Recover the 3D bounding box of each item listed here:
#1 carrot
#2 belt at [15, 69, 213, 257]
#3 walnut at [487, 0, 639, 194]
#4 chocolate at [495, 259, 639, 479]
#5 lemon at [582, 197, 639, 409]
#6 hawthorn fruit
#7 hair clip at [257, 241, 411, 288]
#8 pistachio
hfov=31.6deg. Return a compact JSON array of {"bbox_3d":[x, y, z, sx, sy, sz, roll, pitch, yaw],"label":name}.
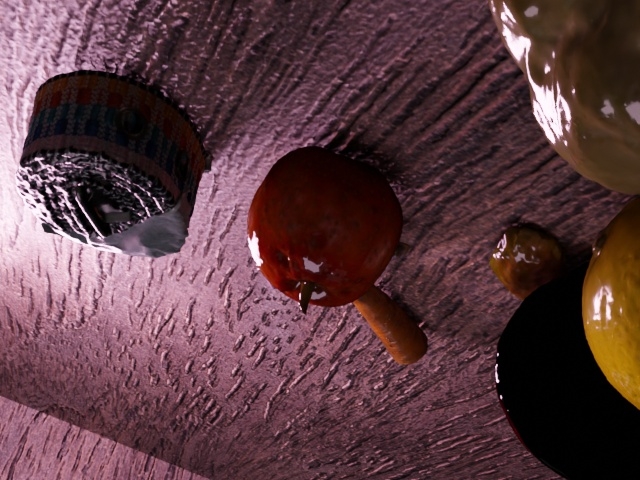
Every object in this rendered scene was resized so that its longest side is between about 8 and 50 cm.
[{"bbox_3d":[0.082,0.100,1.589,0.061,0.061,0.209,1,148,35],"label":"carrot"},{"bbox_3d":[-0.247,-0.085,1.358,0.207,0.150,0.257,3,152,12],"label":"belt"},{"bbox_3d":[0.247,-0.165,0.693,0.282,0.253,0.276,5,109,52],"label":"walnut"},{"bbox_3d":[0.346,0.168,1.310,0.284,0.283,0.186,9,160,21],"label":"chocolate"},{"bbox_3d":[0.362,0.057,1.104,0.219,0.240,0.240,36,156,9],"label":"lemon"},{"bbox_3d":[0.000,0.000,1.284,0.179,0.200,0.179,11,154,5],"label":"hawthorn fruit"},{"bbox_3d":[0.003,0.022,1.476,0.106,0.084,0.292,-17,-179,-36],"label":"hair clip"},{"bbox_3d":[0.249,0.041,1.361,0.090,0.049,0.173,5,151,29],"label":"pistachio"}]
